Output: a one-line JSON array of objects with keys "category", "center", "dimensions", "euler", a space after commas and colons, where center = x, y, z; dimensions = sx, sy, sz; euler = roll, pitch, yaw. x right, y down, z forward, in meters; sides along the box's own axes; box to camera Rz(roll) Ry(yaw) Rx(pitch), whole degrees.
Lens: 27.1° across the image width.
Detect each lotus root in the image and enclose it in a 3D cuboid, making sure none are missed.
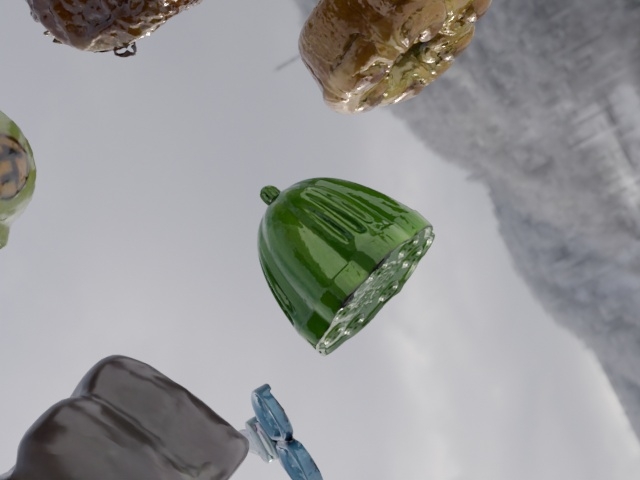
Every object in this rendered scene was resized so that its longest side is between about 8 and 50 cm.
[{"category": "lotus root", "center": [0.000, 0.000, 1.360], "dimensions": [0.186, 0.186, 0.186], "euler": [53, -161, -27]}]

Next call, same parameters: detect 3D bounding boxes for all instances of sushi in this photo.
[{"category": "sushi", "center": [-0.183, -0.290, 1.309], "dimensions": [0.167, 0.296, 0.179], "euler": [52, -143, -13]}]

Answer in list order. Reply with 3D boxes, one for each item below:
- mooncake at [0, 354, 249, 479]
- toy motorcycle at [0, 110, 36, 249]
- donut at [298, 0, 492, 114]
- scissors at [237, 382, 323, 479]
[{"category": "mooncake", "center": [-0.209, 0.239, 1.136], "dimensions": [0.154, 0.306, 0.306], "euler": [41, -163, 1]}, {"category": "toy motorcycle", "center": [-0.354, -0.050, 1.017], "dimensions": [0.410, 0.237, 0.168], "euler": [-152, 48, -65]}, {"category": "donut", "center": [0.082, -0.241, 1.510], "dimensions": [0.113, 0.226, 0.226], "euler": [55, -165, 13]}, {"category": "scissors", "center": [-0.059, 0.218, 1.471], "dimensions": [0.125, 0.030, 0.256], "euler": [62, 163, -2]}]
